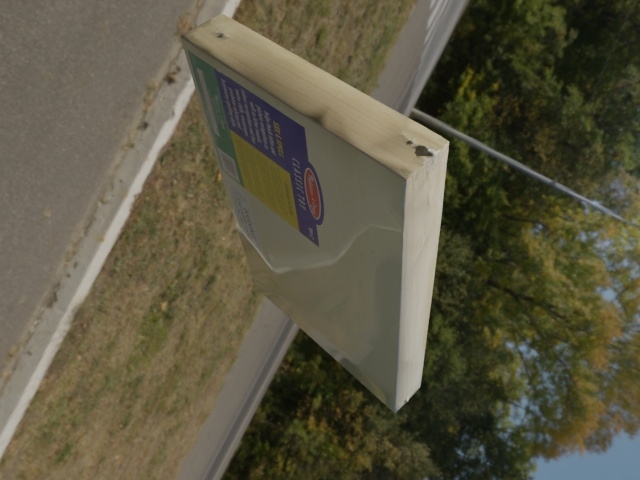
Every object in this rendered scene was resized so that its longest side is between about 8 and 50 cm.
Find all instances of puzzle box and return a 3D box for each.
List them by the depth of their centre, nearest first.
[{"bbox_3d":[0.000,0.000,0.603,0.052,0.272,0.409,-38,148,-22],"label":"puzzle box"}]
